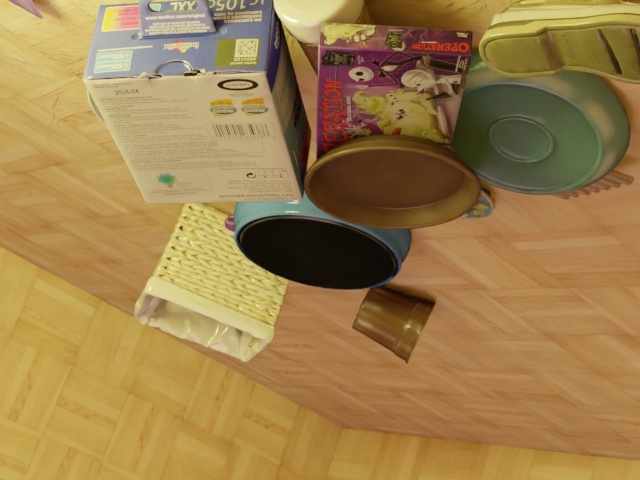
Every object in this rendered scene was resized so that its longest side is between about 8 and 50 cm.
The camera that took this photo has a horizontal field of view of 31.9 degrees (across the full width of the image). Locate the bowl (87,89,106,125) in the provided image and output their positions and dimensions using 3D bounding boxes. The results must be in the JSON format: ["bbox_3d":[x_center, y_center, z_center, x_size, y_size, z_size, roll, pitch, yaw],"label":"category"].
[{"bbox_3d":[-0.230,-0.276,1.855,0.298,0.134,0.298,2,150,1],"label":"bowl"}]

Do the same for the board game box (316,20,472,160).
[{"bbox_3d":[0.098,-0.195,1.638,0.208,0.056,0.347,7,155,3],"label":"board game box"}]

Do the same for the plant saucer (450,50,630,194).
[{"bbox_3d":[0.311,-0.167,1.721,0.317,0.044,0.317,15,147,10],"label":"plant saucer"}]

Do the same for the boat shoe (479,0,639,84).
[{"bbox_3d":[0.355,-0.270,1.416,0.302,0.103,0.113,9,145,31],"label":"boat shoe"}]

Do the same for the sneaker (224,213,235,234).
[{"bbox_3d":[-0.157,-0.059,2.555,0.170,0.068,0.071,-10,132,38],"label":"sneaker"}]

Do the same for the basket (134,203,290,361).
[{"bbox_3d":[-0.257,0.105,2.758,0.331,0.266,0.328,21,161,-7],"label":"basket"}]

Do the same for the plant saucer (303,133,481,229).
[{"bbox_3d":[0.112,-0.092,1.757,0.278,0.041,0.278,3,156,1],"label":"plant saucer"}]

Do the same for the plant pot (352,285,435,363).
[{"bbox_3d":[0.177,0.195,2.771,0.165,0.167,0.167,25,161,8],"label":"plant pot"}]

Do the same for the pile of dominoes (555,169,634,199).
[{"bbox_3d":[0.390,-0.135,1.880,0.196,0.040,0.251,24,168,-14],"label":"pile of dominoes"}]

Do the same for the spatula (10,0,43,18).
[{"bbox_3d":[-0.623,-0.449,1.971,0.296,0.030,0.084,14,159,16],"label":"spatula"}]

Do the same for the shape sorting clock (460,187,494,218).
[{"bbox_3d":[0.229,-0.087,2.120,0.206,0.040,0.206,17,160,6],"label":"shape sorting clock"}]

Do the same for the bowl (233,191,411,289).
[{"bbox_3d":[0.000,0.000,2.425,0.391,0.077,0.391,9,155,4],"label":"bowl"}]

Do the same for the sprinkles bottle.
[{"bbox_3d":[0.047,-0.271,1.678,0.121,0.121,0.355,10,159,25],"label":"sprinkles bottle"}]

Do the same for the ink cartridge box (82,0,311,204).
[{"bbox_3d":[-0.176,-0.218,1.666,0.270,0.151,0.395,-1,151,9],"label":"ink cartridge box"}]
